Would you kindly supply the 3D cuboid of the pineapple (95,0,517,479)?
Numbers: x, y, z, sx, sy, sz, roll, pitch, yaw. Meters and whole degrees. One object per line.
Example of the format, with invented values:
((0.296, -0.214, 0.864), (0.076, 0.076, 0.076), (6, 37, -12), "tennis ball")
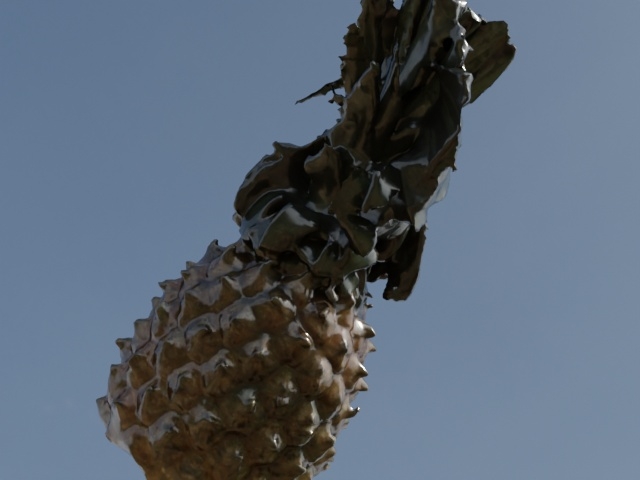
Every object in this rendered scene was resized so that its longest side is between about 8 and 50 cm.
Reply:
((0.000, 0.000, 0.385), (0.074, 0.074, 0.159), (29, -85, -21), "pineapple")
